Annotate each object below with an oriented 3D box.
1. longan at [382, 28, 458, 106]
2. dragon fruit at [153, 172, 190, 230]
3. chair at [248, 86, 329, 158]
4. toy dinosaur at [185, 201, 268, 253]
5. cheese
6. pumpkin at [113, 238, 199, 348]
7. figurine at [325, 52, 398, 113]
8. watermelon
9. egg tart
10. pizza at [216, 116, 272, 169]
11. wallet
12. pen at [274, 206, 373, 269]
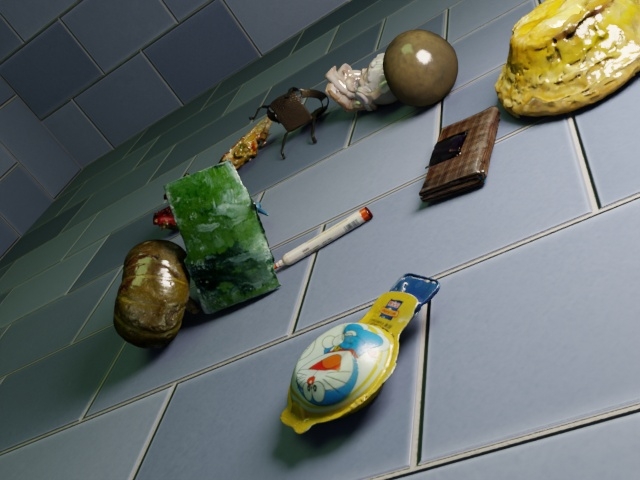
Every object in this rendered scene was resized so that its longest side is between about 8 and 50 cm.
[{"bbox_3d":[0.215,-0.378,1.553,0.167,0.167,0.187,-35,30,4],"label":"longan"},{"bbox_3d":[-0.378,-0.085,1.910,0.192,0.122,0.092,-25,41,21],"label":"dragon fruit"},{"bbox_3d":[-0.070,-0.339,1.921,0.174,0.149,0.213,-25,22,29],"label":"chair"},{"bbox_3d":[-0.218,-0.051,1.672,0.329,0.076,0.144,-22,34,36],"label":"toy dinosaur"},{"bbox_3d":[0.051,0.143,0.936,0.270,0.069,0.177,-44,24,-17],"label":"cheese"},{"bbox_3d":[-0.312,0.107,1.386,0.219,0.162,0.219,-166,90,-80],"label":"pumpkin"},{"bbox_3d":[0.129,-0.393,1.735,0.237,0.141,0.162,-2,46,52],"label":"figurine"},{"bbox_3d":[-0.203,-0.009,1.382,0.151,0.264,0.302,-22,11,-11],"label":"watermelon"},{"bbox_3d":[0.442,-0.351,1.243,0.341,0.129,0.341,-30,23,14],"label":"egg tart"},{"bbox_3d":[-0.219,-0.262,2.081,0.226,0.069,0.147,-49,5,-34],"label":"pizza"},{"bbox_3d":[0.248,-0.155,1.254,0.124,0.042,0.230,-18,31,32],"label":"wallet"},{"bbox_3d":[0.000,0.000,1.330,0.218,0.026,0.026,-31,24,15],"label":"pen"}]
